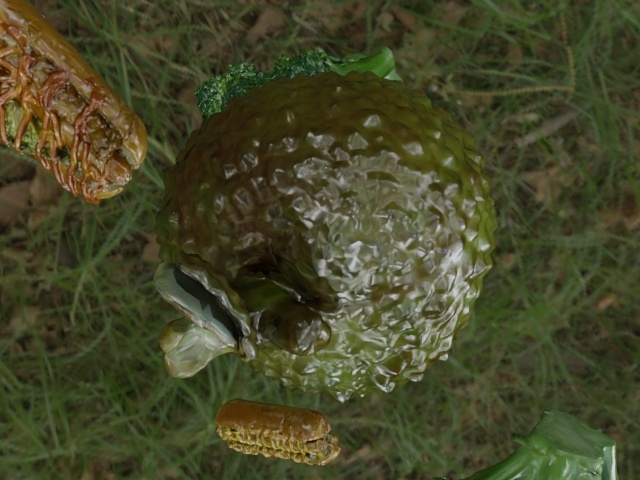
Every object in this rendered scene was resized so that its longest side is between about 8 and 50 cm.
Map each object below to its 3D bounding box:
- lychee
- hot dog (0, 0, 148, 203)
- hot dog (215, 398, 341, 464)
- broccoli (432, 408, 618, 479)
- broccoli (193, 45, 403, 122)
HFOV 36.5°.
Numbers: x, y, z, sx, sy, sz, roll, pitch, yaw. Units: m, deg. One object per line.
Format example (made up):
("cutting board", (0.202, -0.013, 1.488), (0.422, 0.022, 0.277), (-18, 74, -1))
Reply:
("lychee", (0.005, -0.007, 0.749), (0.270, 0.320, 0.270), (3, 137, 3))
("hot dog", (-0.377, -0.193, 1.254), (0.349, 0.117, 0.158), (46, 121, 0))
("hot dog", (-0.053, 0.217, 1.106), (0.045, 0.165, 0.071), (-56, 131, -36))
("broccoli", (0.219, 0.301, 0.985), (0.261, 0.269, 0.241), (-20, 129, -60))
("broccoli", (-0.010, -0.109, 1.093), (0.245, 0.265, 0.294), (-45, 165, -29))
